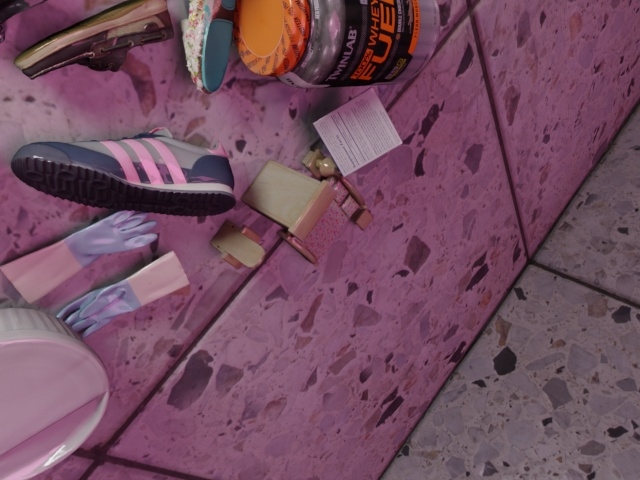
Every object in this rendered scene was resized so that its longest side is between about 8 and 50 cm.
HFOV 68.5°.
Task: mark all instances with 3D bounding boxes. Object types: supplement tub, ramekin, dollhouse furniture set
[{"bbox_3d":[0.033,-0.374,0.818,0.338,0.207,0.207,-18,124,-38],"label":"supplement tub"},{"bbox_3d":[-0.470,0.225,0.699,0.273,0.127,0.272,-21,128,-31],"label":"ramekin"},{"bbox_3d":[0.000,0.000,1.023,0.303,0.174,0.355,-54,139,-7],"label":"dollhouse furniture set"}]

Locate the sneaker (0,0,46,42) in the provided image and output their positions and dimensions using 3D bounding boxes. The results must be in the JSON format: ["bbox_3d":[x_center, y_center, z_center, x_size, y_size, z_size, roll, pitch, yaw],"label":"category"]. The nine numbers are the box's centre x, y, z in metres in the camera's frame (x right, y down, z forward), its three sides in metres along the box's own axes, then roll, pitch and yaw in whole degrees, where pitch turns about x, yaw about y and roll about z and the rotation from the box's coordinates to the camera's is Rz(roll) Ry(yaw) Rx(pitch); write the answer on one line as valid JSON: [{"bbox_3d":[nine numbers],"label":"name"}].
[{"bbox_3d":[-0.362,-0.358,0.516,0.153,0.101,0.268,25,99,-50],"label":"sneaker"}]

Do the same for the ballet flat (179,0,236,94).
[{"bbox_3d":[-0.175,-0.352,0.722,0.091,0.077,0.240,-23,129,-64],"label":"ballet flat"}]

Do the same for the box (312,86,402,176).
[{"bbox_3d":[0.075,-0.218,0.947,0.137,0.072,0.126,-29,104,12],"label":"box"}]

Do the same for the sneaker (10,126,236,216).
[{"bbox_3d":[-0.291,-0.121,0.735,0.319,0.112,0.131,8,63,-34],"label":"sneaker"}]

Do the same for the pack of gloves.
[{"bbox_3d":[-0.366,0.051,0.796,0.232,0.046,0.195,-29,132,-19],"label":"pack of gloves"}]

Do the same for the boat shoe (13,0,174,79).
[{"bbox_3d":[-0.295,-0.268,0.644,0.223,0.080,0.073,-42,131,-26],"label":"boat shoe"}]
